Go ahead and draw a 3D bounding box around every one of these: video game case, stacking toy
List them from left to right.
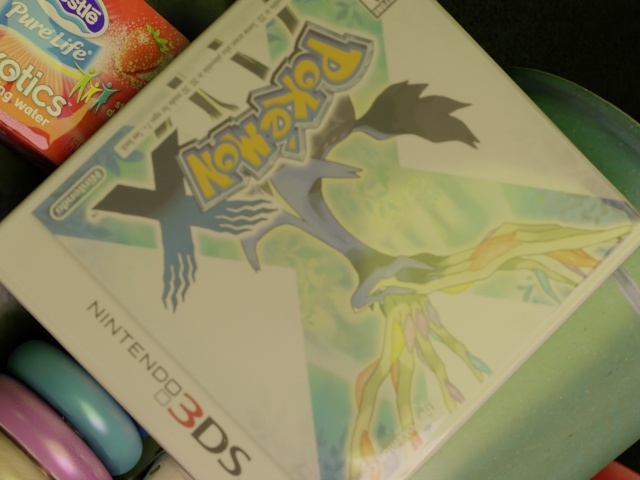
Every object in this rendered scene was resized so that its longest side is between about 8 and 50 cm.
[{"bbox_3d":[-0.131,0.076,0.739,0.330,0.141,0.141,-45,117,-26],"label":"stacking toy"},{"bbox_3d":[0.000,0.000,0.620,0.329,0.036,0.300,-44,91,-5],"label":"video game case"}]

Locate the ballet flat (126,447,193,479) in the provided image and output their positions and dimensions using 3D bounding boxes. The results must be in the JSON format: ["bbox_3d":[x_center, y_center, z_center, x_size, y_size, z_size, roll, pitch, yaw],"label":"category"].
[{"bbox_3d":[-0.125,0.205,0.721,0.072,0.213,0.068,50,24,5],"label":"ballet flat"}]

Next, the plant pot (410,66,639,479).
[{"bbox_3d":[0.119,0.092,0.791,0.334,0.341,0.341,-40,115,-12],"label":"plant pot"}]

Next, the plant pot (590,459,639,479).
[{"bbox_3d":[0.303,0.323,1.004,0.191,0.191,0.174,31,89,-31],"label":"plant pot"}]

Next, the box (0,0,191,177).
[{"bbox_3d":[-0.218,-0.148,0.647,0.257,0.122,0.128,38,78,-30],"label":"box"}]
